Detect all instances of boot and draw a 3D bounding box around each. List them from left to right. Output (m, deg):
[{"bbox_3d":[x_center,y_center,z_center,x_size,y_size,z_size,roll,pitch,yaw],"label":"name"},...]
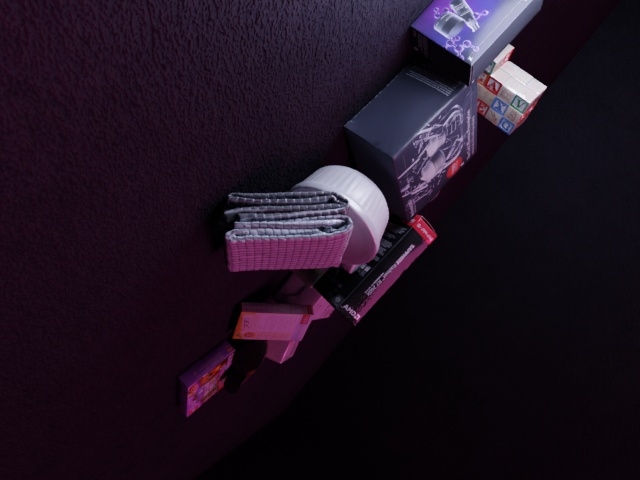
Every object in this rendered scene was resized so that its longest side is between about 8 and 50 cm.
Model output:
[{"bbox_3d":[-0.228,0.399,1.916,0.264,0.096,0.280,-65,174,25],"label":"boot"}]

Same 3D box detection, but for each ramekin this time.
[{"bbox_3d":[0.051,-0.074,1.347,0.127,0.273,0.272,-54,168,-30],"label":"ramekin"}]

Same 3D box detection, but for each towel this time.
[{"bbox_3d":[-0.081,-0.017,1.187,0.284,0.121,0.235,-3,160,-8],"label":"towel"}]

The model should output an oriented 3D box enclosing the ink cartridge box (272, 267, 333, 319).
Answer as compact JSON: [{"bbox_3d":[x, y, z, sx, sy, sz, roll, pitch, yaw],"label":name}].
[{"bbox_3d":[0.020,0.156,1.961,0.270,0.151,0.395,-51,161,8],"label":"ink cartridge box"}]

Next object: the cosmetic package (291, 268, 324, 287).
[{"bbox_3d":[-0.050,0.096,1.709,0.060,0.115,0.041,-53,162,19],"label":"cosmetic package"}]

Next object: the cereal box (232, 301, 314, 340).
[{"bbox_3d":[-0.158,0.268,1.709,0.241,0.047,0.173,5,139,-18],"label":"cereal box"}]

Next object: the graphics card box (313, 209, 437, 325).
[{"bbox_3d":[0.159,0.067,1.604,0.371,0.094,0.233,-46,-157,-5],"label":"graphics card box"}]

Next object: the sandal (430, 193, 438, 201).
[{"bbox_3d":[0.514,-0.271,2.350,0.254,0.097,0.054,-54,-171,22],"label":"sandal"}]

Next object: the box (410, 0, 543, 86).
[{"bbox_3d":[0.367,-0.525,1.225,0.261,0.184,0.103,-48,164,-2],"label":"box"}]

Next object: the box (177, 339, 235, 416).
[{"bbox_3d":[-0.401,0.486,1.818,0.201,0.057,0.293,-37,160,-33],"label":"box"}]

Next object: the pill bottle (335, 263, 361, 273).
[{"bbox_3d":[0.036,-0.003,1.525,0.117,0.215,0.117,-43,163,-17],"label":"pill bottle"}]

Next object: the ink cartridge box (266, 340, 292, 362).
[{"bbox_3d":[-0.143,0.397,2.109,0.158,0.092,0.218,-66,171,0],"label":"ink cartridge box"}]

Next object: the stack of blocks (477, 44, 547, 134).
[{"bbox_3d":[0.448,-0.447,1.405,0.087,0.297,0.171,-40,163,-23],"label":"stack of blocks"}]

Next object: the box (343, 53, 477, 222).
[{"bbox_3d":[0.263,-0.274,1.433,0.312,0.179,0.343,-45,151,-7],"label":"box"}]
